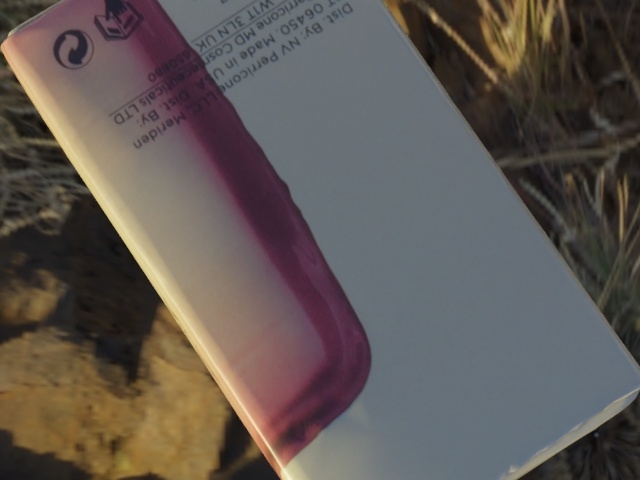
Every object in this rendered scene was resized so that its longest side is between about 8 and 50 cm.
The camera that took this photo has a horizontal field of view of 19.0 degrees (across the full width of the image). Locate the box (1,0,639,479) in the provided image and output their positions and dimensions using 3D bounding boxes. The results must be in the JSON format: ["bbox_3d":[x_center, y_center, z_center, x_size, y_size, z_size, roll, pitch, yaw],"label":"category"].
[{"bbox_3d":[0.000,0.000,0.731,0.127,0.148,0.232,-33,82,-4],"label":"box"}]
